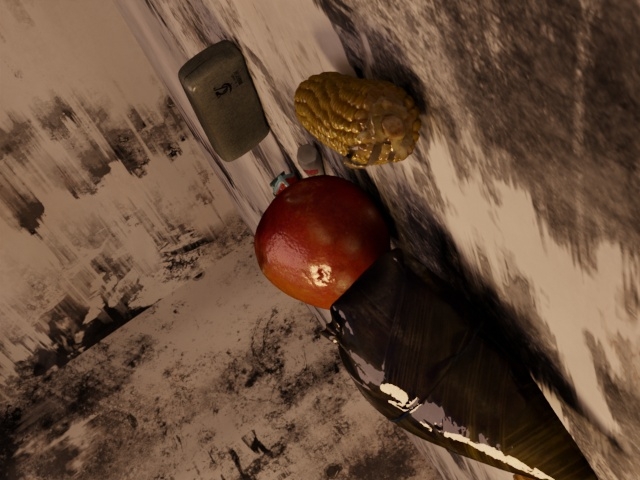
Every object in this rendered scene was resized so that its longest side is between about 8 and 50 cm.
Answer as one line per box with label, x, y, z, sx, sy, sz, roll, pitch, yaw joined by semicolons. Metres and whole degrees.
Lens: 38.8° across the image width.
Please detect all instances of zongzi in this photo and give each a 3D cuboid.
zongzi;0.226;0.241;1.345;0.432;0.208;0.403;40;173;20

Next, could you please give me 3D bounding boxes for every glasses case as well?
glasses case;-0.195;-0.279;1.873;0.074;0.131;0.323;49;171;23

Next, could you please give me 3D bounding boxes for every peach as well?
peach;0.000;0.000;1.509;0.243;0.244;0.199;60;-146;-32

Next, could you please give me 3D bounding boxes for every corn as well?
corn;0.036;-0.149;1.087;0.106;0.106;0.293;58;175;-20

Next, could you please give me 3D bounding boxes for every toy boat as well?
toy boat;-0.083;-0.126;2.089;0.059;0.069;0.173;47;177;1

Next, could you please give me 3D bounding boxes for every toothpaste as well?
toothpaste;-0.015;-0.138;1.726;0.067;0.043;0.194;51;178;13

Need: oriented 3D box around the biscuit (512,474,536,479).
biscuit;0.441;0.523;1.729;0.184;0.035;0.249;56;172;-7
